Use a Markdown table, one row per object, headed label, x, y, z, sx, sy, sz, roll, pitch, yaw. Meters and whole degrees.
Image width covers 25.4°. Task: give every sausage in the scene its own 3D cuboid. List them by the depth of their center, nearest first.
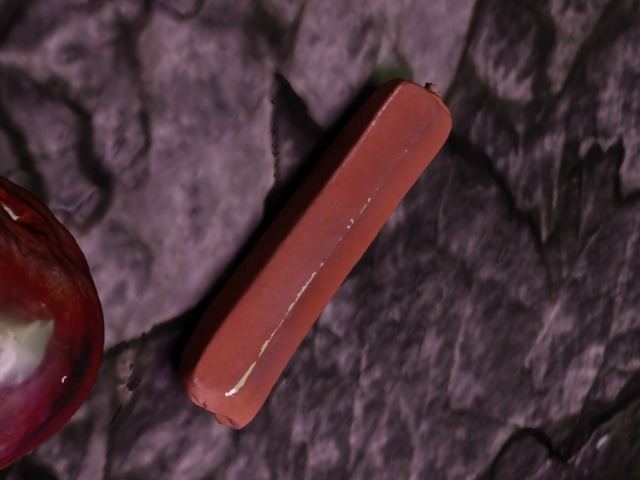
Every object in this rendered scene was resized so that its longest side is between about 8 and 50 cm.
| label | x | y | z | sx | sy | sz | roll | pitch | yaw |
| --- | --- | --- | --- | --- | --- | --- | --- | --- | --- |
| sausage | 0.000 | 0.000 | 0.494 | 0.030 | 0.035 | 0.147 | 46 | 66 | -25 |

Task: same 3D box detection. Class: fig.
| label | x | y | z | sx | sy | sz | roll | pitch | yaw |
| --- | --- | --- | --- | --- | --- | --- | --- | --- | --- |
| fig | -0.116 | 0.037 | 0.355 | 0.125 | 0.089 | 0.089 | -44 | 138 | 6 |
